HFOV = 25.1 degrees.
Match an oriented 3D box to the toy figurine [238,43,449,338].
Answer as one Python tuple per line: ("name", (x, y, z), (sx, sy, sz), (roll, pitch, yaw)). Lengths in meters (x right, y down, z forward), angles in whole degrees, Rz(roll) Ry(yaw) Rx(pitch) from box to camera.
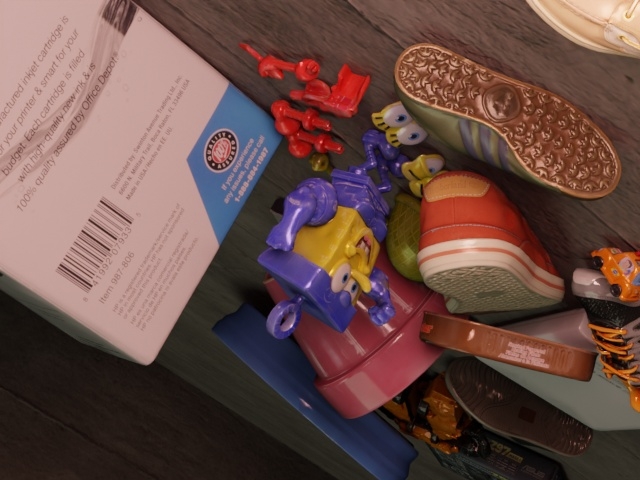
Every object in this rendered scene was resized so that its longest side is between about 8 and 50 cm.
("toy figurine", (0.000, 0.003, 1.385), (0.191, 0.217, 0.362), (22, 163, 27))

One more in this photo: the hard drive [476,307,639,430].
("hard drive", (0.316, 0.153, 1.643), (0.203, 0.040, 0.307), (32, 165, -9))

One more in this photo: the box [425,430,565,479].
("box", (0.292, 0.373, 2.381), (0.232, 0.059, 0.183), (23, 164, 26))

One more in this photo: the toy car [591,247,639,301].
("toy car", (0.304, 0.035, 1.321), (0.122, 0.060, 0.040), (20, 129, -37))

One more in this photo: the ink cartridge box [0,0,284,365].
("ink cartridge box", (-0.273, -0.105, 1.397), (0.395, 0.285, 0.166), (39, 163, -31))

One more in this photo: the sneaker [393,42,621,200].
("sneaker", (0.142, -0.090, 1.132), (0.192, 0.064, 0.086), (29, 173, 0))

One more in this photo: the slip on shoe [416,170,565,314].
("slip on shoe", (0.162, 0.011, 1.370), (0.123, 0.101, 0.331), (-8, 165, 16))

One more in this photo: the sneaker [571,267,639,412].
("sneaker", (0.304, 0.098, 1.405), (0.084, 0.083, 0.215), (14, 158, 49))

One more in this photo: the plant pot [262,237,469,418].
("plant pot", (0.041, 0.068, 1.616), (0.180, 0.201, 0.201), (48, 162, -8))

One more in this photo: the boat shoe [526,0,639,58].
("boat shoe", (0.202, -0.138, 0.861), (0.170, 0.063, 0.059), (22, 164, -11))

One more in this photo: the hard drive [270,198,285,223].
("hard drive", (0.000, 0.000, 1.755), (0.094, 0.022, 0.135), (22, 164, 24))

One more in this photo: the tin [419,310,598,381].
("tin", (0.192, 0.109, 1.471), (0.189, 0.040, 0.106), (14, 174, -14))

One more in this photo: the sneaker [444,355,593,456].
("sneaker", (0.248, 0.230, 1.942), (0.222, 0.083, 0.118), (31, 166, -11))

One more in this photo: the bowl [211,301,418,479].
("bowl", (-0.002, 0.242, 2.282), (0.391, 0.077, 0.391), (41, 176, 3))

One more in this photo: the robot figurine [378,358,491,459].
("robot figurine", (0.160, 0.236, 2.122), (0.211, 0.085, 0.291), (24, 164, 18))
